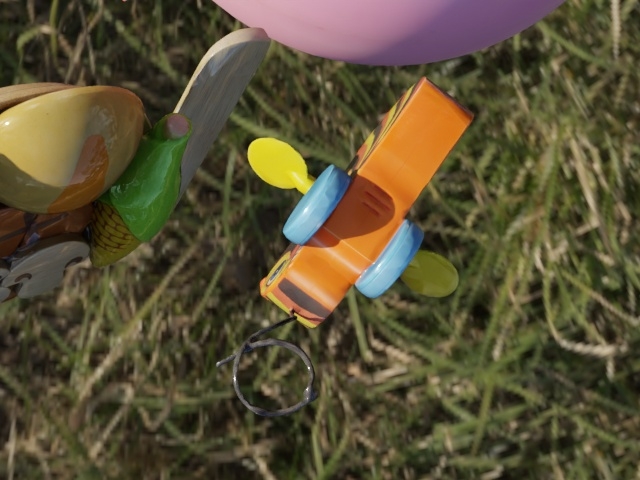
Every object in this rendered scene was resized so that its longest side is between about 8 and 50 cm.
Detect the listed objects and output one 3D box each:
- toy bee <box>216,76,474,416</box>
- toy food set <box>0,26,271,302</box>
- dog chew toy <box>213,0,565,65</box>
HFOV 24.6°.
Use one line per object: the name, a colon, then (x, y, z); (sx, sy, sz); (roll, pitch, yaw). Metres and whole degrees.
toy bee: (0.000, 0.000, 1.206); (0.298, 0.162, 0.195); (-34, 92, -20)
toy food set: (-0.105, -0.005, 0.474); (0.192, 0.038, 0.132); (-16, 155, -35)
dog chew toy: (0.039, -0.194, 0.472); (0.207, 0.206, 0.332); (6, 160, -9)
